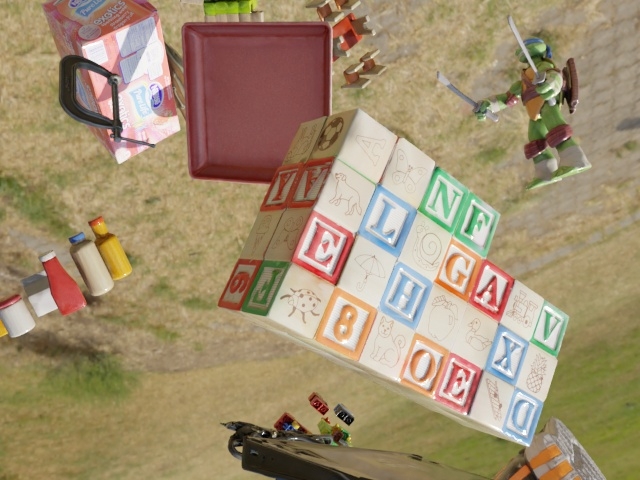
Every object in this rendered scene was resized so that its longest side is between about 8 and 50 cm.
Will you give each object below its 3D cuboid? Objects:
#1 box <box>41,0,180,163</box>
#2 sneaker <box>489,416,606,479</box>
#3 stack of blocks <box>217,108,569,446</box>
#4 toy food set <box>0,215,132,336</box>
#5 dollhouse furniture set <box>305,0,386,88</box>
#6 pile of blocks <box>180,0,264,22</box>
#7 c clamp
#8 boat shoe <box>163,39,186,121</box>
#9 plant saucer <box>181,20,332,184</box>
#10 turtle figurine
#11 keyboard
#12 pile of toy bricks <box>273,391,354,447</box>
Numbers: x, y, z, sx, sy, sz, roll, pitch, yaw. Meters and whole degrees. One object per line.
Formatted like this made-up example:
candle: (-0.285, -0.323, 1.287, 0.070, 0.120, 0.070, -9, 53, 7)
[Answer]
box: (-0.378, -0.313, 1.247, 0.154, 0.142, 0.300, -35, 155, -22)
sneaker: (0.261, 0.328, 0.864, 0.180, 0.125, 0.321, -42, 147, 15)
stack of blocks: (0.084, 0.042, 0.578, 0.297, 0.171, 0.087, 31, 164, -28)
toy food set: (-0.414, 0.057, 1.023, 0.232, 0.105, 0.111, -26, -163, -16)
dollhouse furniture set: (0.027, -0.541, 1.872, 0.259, 0.135, 0.262, -44, 123, -27)
pile of blocks: (-0.196, -0.488, 1.183, 0.148, 0.113, 0.362, -22, 114, 15)
c clamp: (-0.324, -0.209, 0.997, 0.137, 0.161, 0.022, 8, 142, -39)
boat shoe: (-0.379, -0.399, 1.817, 0.120, 0.324, 0.122, -35, -173, 3)
plant saucer: (-0.098, -0.224, 1.100, 0.258, 0.259, 0.048, 5, -162, 17)
turtle figurine: (0.352, -0.225, 1.192, 0.197, 0.266, 0.274, -21, 174, 41)
keyboard: (0.036, 0.206, 0.606, 0.201, 0.033, 0.317, 7, 166, 35)
pile of toy bricks: (0.021, 0.347, 1.177, 0.118, 0.212, 0.105, -47, -169, -1)
